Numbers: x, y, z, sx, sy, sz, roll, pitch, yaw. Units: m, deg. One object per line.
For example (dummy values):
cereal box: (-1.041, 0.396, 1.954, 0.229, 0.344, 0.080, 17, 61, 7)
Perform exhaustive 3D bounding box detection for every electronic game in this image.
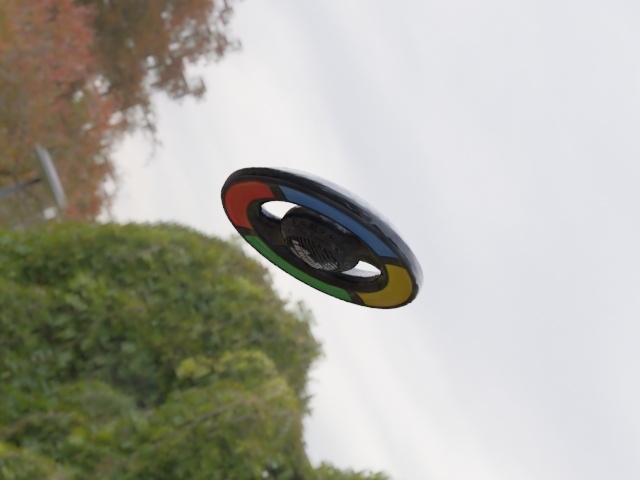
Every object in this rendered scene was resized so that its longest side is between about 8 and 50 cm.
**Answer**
electronic game: (0.000, 0.000, 1.333, 0.229, 0.048, 0.229, 25, -22, 11)
